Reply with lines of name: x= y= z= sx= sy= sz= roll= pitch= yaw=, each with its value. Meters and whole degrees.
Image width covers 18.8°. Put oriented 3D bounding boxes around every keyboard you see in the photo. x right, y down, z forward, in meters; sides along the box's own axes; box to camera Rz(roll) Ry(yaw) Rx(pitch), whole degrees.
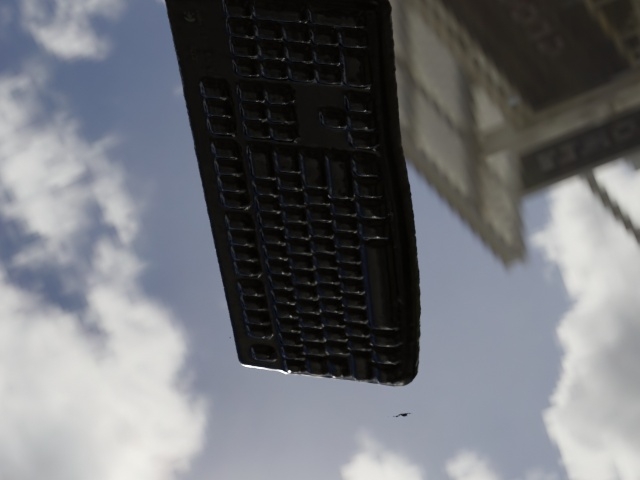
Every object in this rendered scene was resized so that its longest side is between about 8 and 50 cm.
keyboard: x=-0.003 y=0.012 z=0.915 sx=0.381 sy=0.103 sz=0.041 roll=78 pitch=-157 yaw=-57
